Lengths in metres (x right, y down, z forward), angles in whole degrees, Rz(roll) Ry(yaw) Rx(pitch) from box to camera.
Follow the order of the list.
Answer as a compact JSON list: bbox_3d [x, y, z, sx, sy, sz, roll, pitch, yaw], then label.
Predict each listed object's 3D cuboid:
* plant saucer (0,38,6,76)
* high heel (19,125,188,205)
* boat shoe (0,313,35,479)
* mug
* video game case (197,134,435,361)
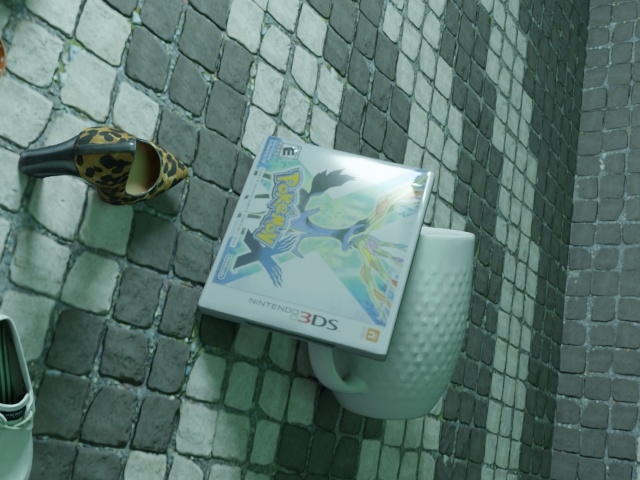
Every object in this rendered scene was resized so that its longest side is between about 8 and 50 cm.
[{"bbox_3d":[-0.409,-0.220,0.884,0.083,0.013,0.084,2,88,-53],"label":"plant saucer"},{"bbox_3d":[-0.224,-0.096,0.980,0.261,0.186,0.093,-2,90,-53],"label":"high heel"},{"bbox_3d":[-0.370,0.191,0.866,0.083,0.075,0.226,-24,107,-51],"label":"boat shoe"},{"bbox_3d":[0.100,0.141,1.330,0.374,0.276,0.328,-2,98,-55],"label":"mug"},{"bbox_3d":[0.000,0.000,1.203,0.036,0.299,0.329,83,23,-63],"label":"video game case"}]
